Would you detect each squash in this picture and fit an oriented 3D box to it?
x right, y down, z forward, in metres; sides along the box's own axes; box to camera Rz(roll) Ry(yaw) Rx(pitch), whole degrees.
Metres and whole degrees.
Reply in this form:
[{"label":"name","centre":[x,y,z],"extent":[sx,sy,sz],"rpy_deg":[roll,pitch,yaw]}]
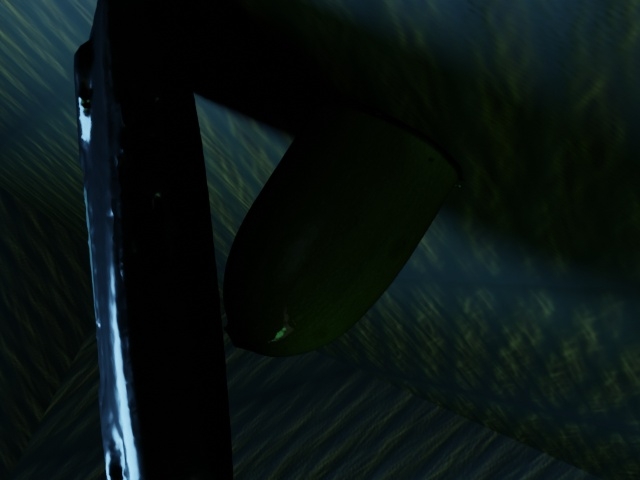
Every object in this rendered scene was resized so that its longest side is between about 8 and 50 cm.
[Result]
[{"label":"squash","centre":[0.000,0.000,1.011],"extent":[0.123,0.186,0.123],"rpy_deg":[33,170,7]}]

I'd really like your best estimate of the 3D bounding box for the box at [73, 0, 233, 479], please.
[{"label":"box","centre":[-0.120,0.015,1.025],"extent":[0.091,0.350,0.359],"rpy_deg":[-6,177,-9]}]
